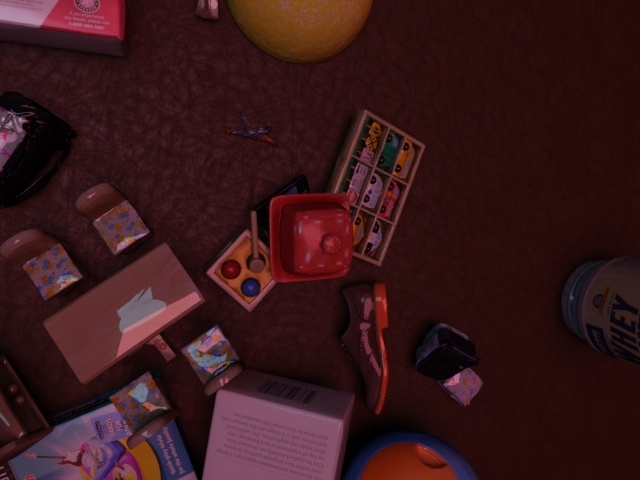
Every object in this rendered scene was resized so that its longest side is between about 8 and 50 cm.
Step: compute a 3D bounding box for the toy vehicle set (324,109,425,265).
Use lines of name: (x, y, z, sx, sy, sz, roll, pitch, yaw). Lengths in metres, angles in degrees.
toy vehicle set: (0.095, -0.100, 1.028, 0.166, 0.035, 0.267, 21, 89, -31)

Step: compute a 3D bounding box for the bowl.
bowl: (-0.019, -0.477, 0.914, 0.289, 0.156, 0.290, -1, 95, -17)

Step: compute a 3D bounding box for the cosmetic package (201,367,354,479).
cosmetic package: (-0.092, 0.491, 0.939, 0.230, 0.161, 0.454, 11, 92, 11)

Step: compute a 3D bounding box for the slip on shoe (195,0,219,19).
slip on shoe: (-0.201, -0.463, 0.918, 0.041, 0.051, 0.136, 1, 101, -5)

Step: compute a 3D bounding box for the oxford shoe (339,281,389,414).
oxford shoe: (0.089, 0.220, 1.059, 0.098, 0.097, 0.272, -2, 92, 3)

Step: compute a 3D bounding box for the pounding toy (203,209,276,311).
pounding toy: (-0.133, 0.035, 0.956, 0.130, 0.100, 0.141, 44, 82, -16)

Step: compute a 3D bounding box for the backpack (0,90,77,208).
backpack: (-0.496, -0.139, 0.819, 0.115, 0.152, 0.182, 35, 88, -1)

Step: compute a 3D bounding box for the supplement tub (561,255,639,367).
supplement tub: (0.714, 0.160, 1.109, 0.235, 0.325, 0.236, -2, 96, -17)

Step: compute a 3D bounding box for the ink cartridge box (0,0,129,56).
ink cartridge box: (-0.415, -0.467, 0.807, 0.226, 0.131, 0.306, 3, 93, -17)

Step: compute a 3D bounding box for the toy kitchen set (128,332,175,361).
toy kitchen set: (-0.318, 0.205, 0.933, 0.083, 0.068, 0.075, -36, 104, -10)

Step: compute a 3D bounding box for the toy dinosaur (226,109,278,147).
toy dinosaur: (-0.131, -0.199, 0.968, 0.082, 0.047, 0.090, -19, 112, 4)

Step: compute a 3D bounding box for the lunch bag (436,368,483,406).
lunch bag: (0.310, 0.315, 1.144, 0.083, 0.053, 0.071, 43, 80, -6)

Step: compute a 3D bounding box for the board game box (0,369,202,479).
board game box: (-0.405, 0.420, 0.921, 0.336, 0.079, 0.254, -20, 101, -14)

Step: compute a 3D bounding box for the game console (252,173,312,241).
game console: (-0.054, -0.047, 0.987, 0.122, 0.107, 0.071, -36, 65, -11)

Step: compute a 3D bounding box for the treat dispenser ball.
treat dispenser ball: (0.174, 0.518, 0.998, 0.288, 0.288, 0.288, -2, 96, -17)

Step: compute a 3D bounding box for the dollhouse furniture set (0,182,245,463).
dollhouse furniture set: (-0.370, 0.154, 0.760, 0.394, 0.256, 0.362, -35, 85, -10)

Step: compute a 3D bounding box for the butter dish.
butter dish: (0.000, 0.000, 0.907, 0.159, 0.118, 0.160, -4, 99, -23)

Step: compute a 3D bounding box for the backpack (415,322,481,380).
backpack: (0.261, 0.239, 1.099, 0.105, 0.084, 0.114, 29, 127, -16)
